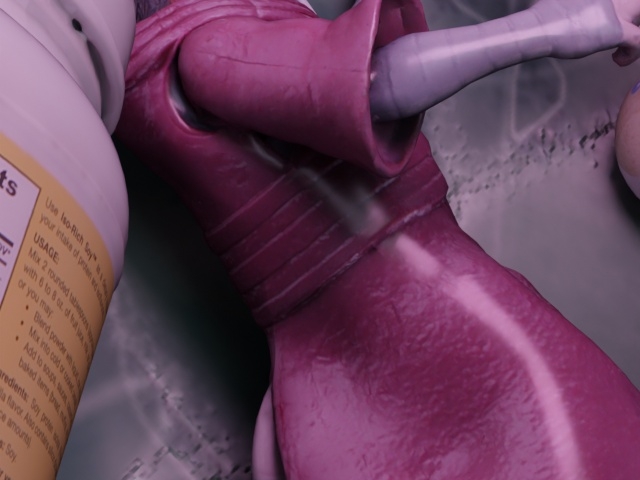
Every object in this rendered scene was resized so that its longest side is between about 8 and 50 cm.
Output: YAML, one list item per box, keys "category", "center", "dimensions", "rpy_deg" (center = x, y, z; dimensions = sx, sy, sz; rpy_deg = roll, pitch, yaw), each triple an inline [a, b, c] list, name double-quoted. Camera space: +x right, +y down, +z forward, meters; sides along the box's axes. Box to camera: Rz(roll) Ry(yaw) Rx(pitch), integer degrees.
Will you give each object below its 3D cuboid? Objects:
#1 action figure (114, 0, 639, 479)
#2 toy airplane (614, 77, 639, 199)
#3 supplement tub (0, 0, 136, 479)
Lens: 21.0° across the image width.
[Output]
- category: "action figure"
  center: [0.000, 0.000, 0.701]
  dimensions: [0.275, 0.248, 0.370]
  rpy_deg: [-38, 93, -6]
- category: "toy airplane"
  center: [0.281, -0.070, 0.835]
  dimensions: [0.384, 0.272, 0.386]
  rpy_deg: [69, 21, -4]
- category: "supplement tub"
  center: [-0.196, 0.044, 0.515]
  dimensions: [0.241, 0.241, 0.331]
  rpy_deg: [24, 62, -19]
